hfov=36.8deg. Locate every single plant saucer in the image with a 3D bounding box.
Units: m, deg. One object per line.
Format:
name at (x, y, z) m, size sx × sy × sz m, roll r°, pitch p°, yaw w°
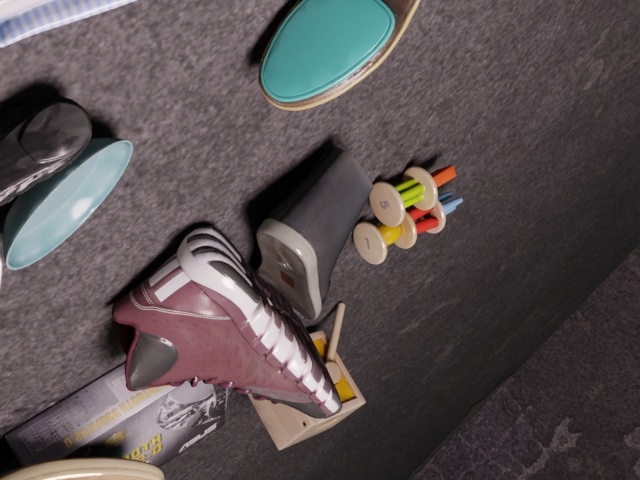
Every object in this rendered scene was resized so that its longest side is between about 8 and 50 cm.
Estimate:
plant saucer at (-0.178, -0.030, 0.661) m, size 0.119 × 0.021 × 0.119 m, roll -47°, pitch 178°, yaw -2°

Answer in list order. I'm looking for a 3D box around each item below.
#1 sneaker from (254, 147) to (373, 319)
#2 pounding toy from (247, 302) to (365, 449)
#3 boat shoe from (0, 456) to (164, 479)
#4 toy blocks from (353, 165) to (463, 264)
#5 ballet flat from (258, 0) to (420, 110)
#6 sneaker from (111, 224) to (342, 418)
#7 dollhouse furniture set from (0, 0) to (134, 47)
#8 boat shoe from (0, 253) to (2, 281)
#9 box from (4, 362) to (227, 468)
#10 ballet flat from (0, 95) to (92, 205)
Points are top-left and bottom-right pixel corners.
sneaker at (0.000, 0.000, 0.966) m, size 0.118 × 0.083 × 0.222 m, roll -51°, pitch 171°, yaw -18°
pounding toy at (-0.011, 0.167, 1.212) m, size 0.141 × 0.130 × 0.100 m, roll -11°, pitch 154°, yaw -51°
boat shoe at (-0.293, 0.280, 0.854) m, size 0.341 × 0.110 × 0.121 m, roll -7°, pitch 147°, yaw -30°
toy blocks at (0.117, -0.044, 1.109) m, size 0.148 × 0.054 × 0.123 m, roll -26°, pitch 153°, yaw -33°
ballet flat at (0.047, -0.186, 0.719) m, size 0.232 × 0.080 × 0.073 m, roll -46°, pitch 172°, yaw 13°
sneaker at (-0.102, 0.114, 0.940) m, size 0.162 × 0.106 × 0.281 m, roll -33°, pitch 130°, yaw 4°
dollhouse furniture set at (-0.125, -0.060, 0.356) m, size 0.303 × 0.286 × 0.198 m, roll -23°, pitch 145°, yaw -15°
boat shoe at (-0.285, 0.067, 0.674) m, size 0.075 × 0.065 × 0.206 m, roll 23°, pitch 106°, yaw -26°
box at (-0.206, 0.200, 1.023) m, size 0.231 × 0.056 × 0.183 m, roll -31°, pitch 155°, yaw -26°
ballet flat at (-0.217, -0.036, 0.587) m, size 0.173 × 0.057 × 0.049 m, roll -28°, pitch -174°, yaw -21°
